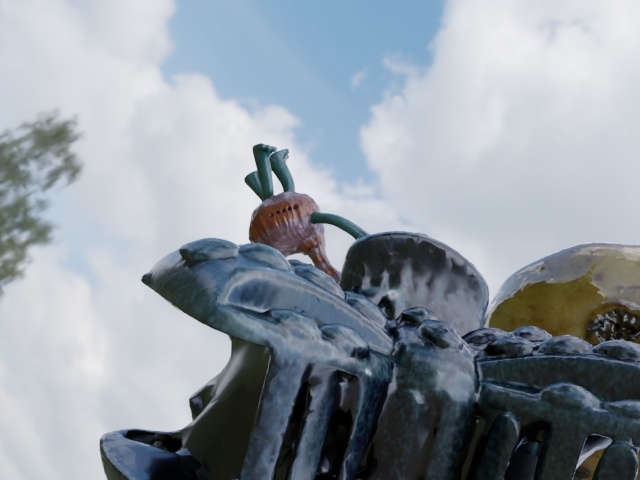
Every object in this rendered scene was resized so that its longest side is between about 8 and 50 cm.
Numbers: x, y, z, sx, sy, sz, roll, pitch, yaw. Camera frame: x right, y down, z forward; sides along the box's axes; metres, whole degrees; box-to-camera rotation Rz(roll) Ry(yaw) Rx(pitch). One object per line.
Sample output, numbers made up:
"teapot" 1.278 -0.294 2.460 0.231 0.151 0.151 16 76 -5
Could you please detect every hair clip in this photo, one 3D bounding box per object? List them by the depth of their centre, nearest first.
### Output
"hair clip" 0.047 0.093 0.570 0.310 0.195 0.206 17 0 -6

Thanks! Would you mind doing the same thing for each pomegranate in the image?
"pomegranate" 0.274 0.127 1.024 0.260 0.260 0.260 40 -31 30

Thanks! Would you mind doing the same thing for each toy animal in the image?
"toy animal" 0.000 0.000 0.978 0.103 0.100 0.208 -42 -104 36
